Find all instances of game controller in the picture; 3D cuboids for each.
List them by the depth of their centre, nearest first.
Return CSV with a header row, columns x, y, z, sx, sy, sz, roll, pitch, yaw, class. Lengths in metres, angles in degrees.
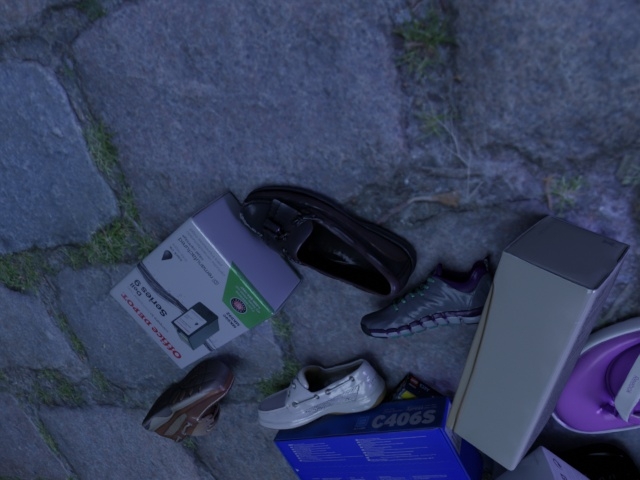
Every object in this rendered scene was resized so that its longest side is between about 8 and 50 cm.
x,y,z,sx,sy,sz,roll,pitch,yaw,class
0.488,0.478,0.850,0.166,0.067,0.319,-23,107,32,game controller

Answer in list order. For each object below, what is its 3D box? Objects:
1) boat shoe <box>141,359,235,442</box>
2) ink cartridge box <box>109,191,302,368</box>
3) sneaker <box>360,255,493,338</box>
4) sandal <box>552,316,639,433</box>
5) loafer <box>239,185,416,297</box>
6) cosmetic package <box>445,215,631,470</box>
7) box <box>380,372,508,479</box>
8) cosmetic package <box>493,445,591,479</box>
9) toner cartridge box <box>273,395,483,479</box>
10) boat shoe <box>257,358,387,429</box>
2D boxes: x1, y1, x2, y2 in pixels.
x,y,z,sx,sy,sz,roll,pitch,yaw,class
-0.271,0.362,1.094,0.116,0.123,0.324,42,132,-11,boat shoe
-0.213,0.083,0.902,0.289,0.121,0.211,-35,99,34,ink cartridge box
0.163,0.086,0.778,0.224,0.083,0.098,-14,101,17,sneaker
0.484,0.174,0.661,0.169,0.102,0.416,45,126,-2,sandal
0.000,0.000,0.780,0.303,0.095,0.109,22,123,11,loafer
0.288,0.141,0.679,0.113,0.160,0.309,28,125,34,cosmetic package
0.217,0.364,0.917,0.233,0.044,0.159,33,126,4,box
0.416,0.518,0.757,0.385,0.156,0.217,35,112,-9,cosmetic package
0.098,0.386,0.908,0.348,0.075,0.165,-18,109,32,toner cartridge box
-0.015,0.281,0.946,0.277,0.098,0.096,-22,106,22,boat shoe
